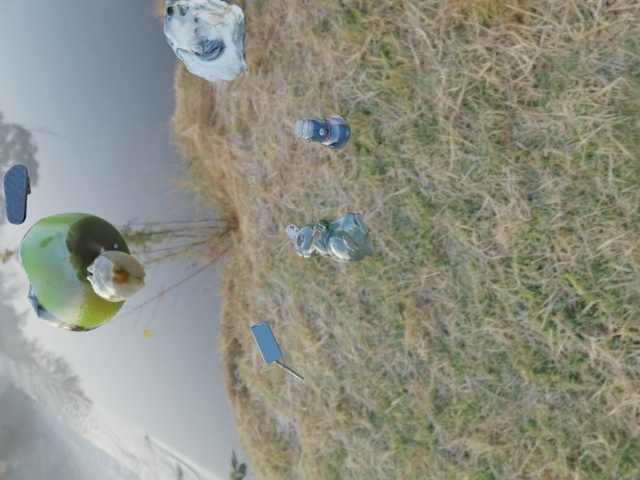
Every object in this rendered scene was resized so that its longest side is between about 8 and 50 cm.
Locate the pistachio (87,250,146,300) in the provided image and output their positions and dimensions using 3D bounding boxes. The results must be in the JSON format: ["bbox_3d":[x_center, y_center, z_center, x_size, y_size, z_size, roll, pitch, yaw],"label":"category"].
[{"bbox_3d":[-0.530,0.095,1.566,0.215,0.144,0.143,90,166,-88],"label":"pistachio"}]

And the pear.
[{"bbox_3d":[-0.742,0.076,1.902,0.165,0.399,0.398,-24,81,33],"label":"pear"}]

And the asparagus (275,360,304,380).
[{"bbox_3d":[-0.122,0.412,1.956,0.163,0.016,0.016,35,97,-7],"label":"asparagus"}]

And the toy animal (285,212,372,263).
[{"bbox_3d":[0.000,0.003,1.504,0.251,0.125,0.127,-5,102,40],"label":"toy animal"}]

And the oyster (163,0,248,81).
[{"bbox_3d":[-0.267,-0.487,1.420,0.214,0.083,0.222,-2,110,22],"label":"oyster"}]

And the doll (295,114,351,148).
[{"bbox_3d":[0.014,-0.268,1.456,0.114,0.152,0.085,25,111,51],"label":"doll"}]

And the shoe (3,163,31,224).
[{"bbox_3d":[-0.887,-0.133,1.754,0.049,0.071,0.179,59,-152,-84],"label":"shoe"}]

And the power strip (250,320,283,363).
[{"bbox_3d":[-0.159,0.296,1.744,0.032,0.056,0.123,-148,35,-76],"label":"power strip"}]
